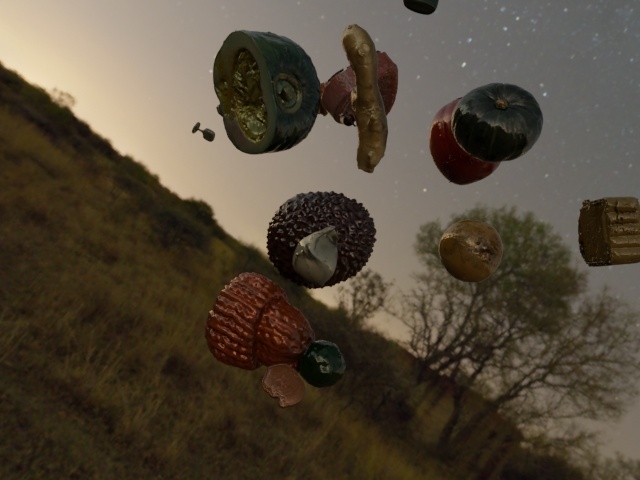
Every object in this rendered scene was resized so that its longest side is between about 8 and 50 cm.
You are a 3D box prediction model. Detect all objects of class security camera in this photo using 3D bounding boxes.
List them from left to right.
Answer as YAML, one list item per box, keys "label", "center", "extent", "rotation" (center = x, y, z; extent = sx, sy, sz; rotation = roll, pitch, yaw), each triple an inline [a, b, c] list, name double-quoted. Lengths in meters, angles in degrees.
- label: "security camera"
  center: [-0.474, -0.442, 2.366]
  extent: [0.092, 0.058, 0.058]
  rotation: [32, -7, 0]

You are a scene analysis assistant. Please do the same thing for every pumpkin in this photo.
- label: "pumpkin"
  center: [-0.117, -0.361, 1.419]
  extent: [0.197, 0.293, 0.263]
  rotation: [-13, 4, -39]
- label: "pumpkin"
  center: [0.595, -0.393, 1.944]
  extent: [0.300, 0.300, 0.207]
  rotation: [33, -27, 30]

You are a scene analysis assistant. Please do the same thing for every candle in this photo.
- label: "candle"
  center: [0.175, -0.536, 2.087]
  extent: [0.317, 0.287, 0.131]
  rotation: [-2, 50, -53]

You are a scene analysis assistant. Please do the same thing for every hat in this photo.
- label: "hat"
  center: [-0.128, 0.283, 1.653]
  extent: [0.400, 0.285, 0.285]
  rotation: [24, -13, 30]

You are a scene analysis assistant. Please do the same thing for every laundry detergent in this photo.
- label: "laundry detergent"
  center: [0.312, -0.829, 1.820]
  extent: [0.137, 0.211, 0.063]
  rotation: [6, -10, -23]

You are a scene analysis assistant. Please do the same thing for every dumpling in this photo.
- label: "dumpling"
  center: [-0.004, 0.032, 1.365]
  extent: [0.108, 0.127, 0.188]
  rotation: [17, -40, 20]

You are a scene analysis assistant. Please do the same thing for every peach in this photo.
- label: "peach"
  center: [0.632, -0.425, 2.505]
  extent: [0.370, 0.370, 0.370]
  rotation: [37, -7, 5]

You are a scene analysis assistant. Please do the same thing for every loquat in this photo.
- label: "loquat"
  center: [0.542, 0.036, 2.082]
  extent: [0.235, 0.235, 0.235]
  rotation: [37, -7, 5]

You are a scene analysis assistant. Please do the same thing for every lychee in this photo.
- label: "lychee"
  center: [0.000, 0.000, 1.676]
  extent: [0.330, 0.306, 0.306]
  rotation: [6, -28, 46]

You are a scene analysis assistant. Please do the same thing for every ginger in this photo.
- label: "ginger"
  center: [0.143, -0.421, 1.720]
  extent: [0.363, 0.122, 0.348]
  rotation: [84, -1, -46]

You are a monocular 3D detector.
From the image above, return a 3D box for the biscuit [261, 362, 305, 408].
- label: "biscuit"
  center: [-0.098, 0.383, 1.539]
  extent: [0.130, 0.102, 0.019]
  rotation: [47, -32, 28]

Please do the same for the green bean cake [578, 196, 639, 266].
- label: "green bean cake"
  center: [0.932, -0.029, 1.852]
  extent: [0.131, 0.224, 0.230]
  rotation: [-2, -3, 2]

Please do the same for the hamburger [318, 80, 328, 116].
- label: "hamburger"
  center: [-0.011, -0.600, 2.444]
  extent: [0.115, 0.162, 0.162]
  rotation: [3, -6, -3]

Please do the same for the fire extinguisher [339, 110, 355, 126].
- label: "fire extinguisher"
  center: [0.084, -0.375, 1.786]
  extent: [0.056, 0.039, 0.132]
  rotation: [42, 8, -11]
